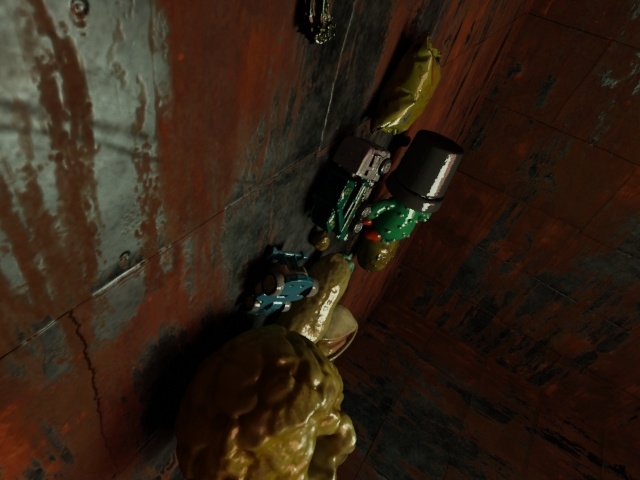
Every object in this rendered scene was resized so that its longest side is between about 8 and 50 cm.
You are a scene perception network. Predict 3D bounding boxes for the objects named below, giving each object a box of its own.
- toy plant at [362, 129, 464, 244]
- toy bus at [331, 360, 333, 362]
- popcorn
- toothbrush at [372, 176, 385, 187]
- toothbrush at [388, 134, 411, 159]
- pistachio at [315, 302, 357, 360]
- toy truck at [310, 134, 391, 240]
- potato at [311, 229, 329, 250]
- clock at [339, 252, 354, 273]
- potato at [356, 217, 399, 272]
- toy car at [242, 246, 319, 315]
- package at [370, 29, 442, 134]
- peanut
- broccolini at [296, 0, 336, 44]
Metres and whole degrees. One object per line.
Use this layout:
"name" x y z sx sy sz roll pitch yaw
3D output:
"toy plant" 0.283 -0.133 1.281 0.280 0.185 0.400 -24 146 -48
"toy bus" -0.007 0.498 1.774 0.289 0.140 0.157 -61 169 -3
"popcorn" -0.117 0.348 0.842 0.344 0.354 0.389 -24 122 -1
"toothbrush" 0.187 -0.185 1.309 0.097 0.006 0.008 -39 143 -50
"toothbrush" 0.178 -0.216 1.188 0.297 0.031 0.030 -48 136 -27
"pistachio" 0.028 0.328 1.459 0.187 0.188 0.299 -65 167 22
"toy truck" 0.052 -0.110 0.867 0.116 0.110 0.215 -2 124 -58
"potato" 0.000 0.000 1.023 0.092 0.047 0.045 91 -3 -78
"clock" 0.058 0.113 1.379 0.189 0.060 0.148 -33 150 -59
"potato" 0.228 -0.009 1.519 0.176 0.141 0.298 -53 167 -52
"toy car" -0.094 0.090 0.862 0.126 0.098 0.161 11 143 -46
"package" 0.192 -0.329 0.900 0.168 0.090 0.226 -23 144 -61
"peanut" -0.023 0.177 1.124 0.318 0.148 0.147 -59 165 -11
"broccolini" -0.004 -0.311 0.436 0.044 0.042 0.218 -52 161 -25
